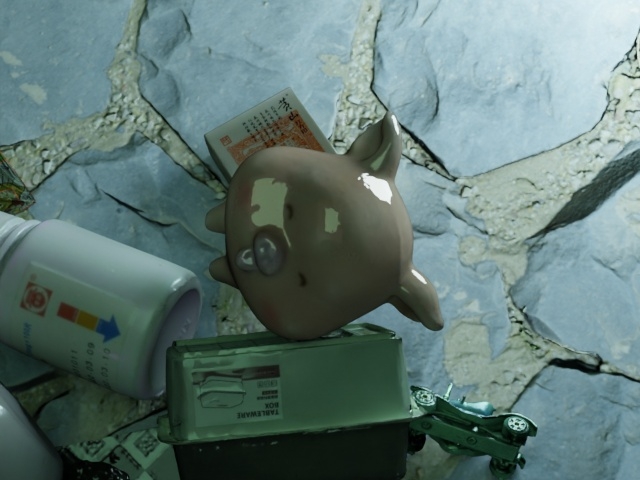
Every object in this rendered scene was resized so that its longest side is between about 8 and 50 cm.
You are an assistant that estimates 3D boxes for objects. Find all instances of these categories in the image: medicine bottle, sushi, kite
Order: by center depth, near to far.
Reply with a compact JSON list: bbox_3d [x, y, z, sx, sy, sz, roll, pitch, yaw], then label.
[{"bbox_3d":[-0.264,0.333,1.387,0.231,0.047,0.219,-11,66,-1],"label":"sushi"},{"bbox_3d":[-0.304,0.069,1.438,0.293,0.170,0.170,20,69,11],"label":"medicine bottle"},{"bbox_3d":[-0.499,-0.070,1.601,0.244,0.006,0.198,6,67,6],"label":"kite"}]

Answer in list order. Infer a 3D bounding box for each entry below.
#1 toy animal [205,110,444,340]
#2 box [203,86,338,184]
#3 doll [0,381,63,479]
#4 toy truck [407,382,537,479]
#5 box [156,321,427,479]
[{"bbox_3d":[0.000,0.000,1.318,0.269,0.326,0.237,-12,91,26],"label":"toy animal"},{"bbox_3d":[-0.044,-0.085,1.549,0.141,0.058,0.201,-29,67,-9],"label":"box"},{"bbox_3d":[-0.412,0.255,1.320,0.221,0.251,0.221,-1,65,1],"label":"doll"},{"bbox_3d":[0.174,0.216,1.401,0.154,0.080,0.078,15,34,6],"label":"toy truck"},{"bbox_3d":[-0.038,0.186,1.327,0.290,0.220,0.166,-4,91,-9],"label":"box"}]
